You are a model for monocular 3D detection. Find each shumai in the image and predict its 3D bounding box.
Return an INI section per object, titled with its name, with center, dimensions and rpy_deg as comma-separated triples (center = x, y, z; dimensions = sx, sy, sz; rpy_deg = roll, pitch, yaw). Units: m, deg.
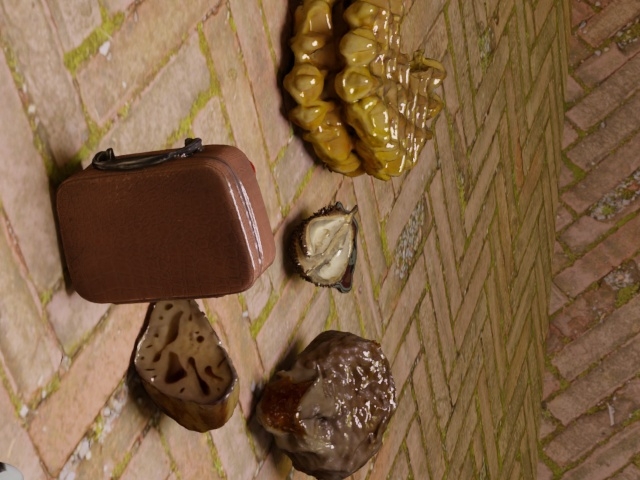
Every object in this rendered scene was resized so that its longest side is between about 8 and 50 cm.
[shumai]
center = -0.010, 0.208, 1.736
dimensions = 0.176, 0.166, 0.205
rpy_deg = 22, 70, -45

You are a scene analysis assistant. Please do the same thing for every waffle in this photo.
[waffle]
center = 0.062, -0.228, 1.833
dimensions = 0.324, 0.151, 0.261
rpy_deg = 47, 54, -58

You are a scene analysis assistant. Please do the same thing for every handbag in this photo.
[handbag]
center = -0.148, -0.019, 1.244
dimensions = 0.072, 0.194, 0.151
rpy_deg = -48, 132, -61

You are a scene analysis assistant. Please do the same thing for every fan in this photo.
[fan]
center = 0.020, 0.004, 1.946
dimensions = 0.220, 0.009, 0.132
rpy_deg = 33, 60, -68

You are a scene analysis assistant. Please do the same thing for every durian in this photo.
[durian]
center = -0.002, -0.002, 1.798
dimensions = 0.140, 0.071, 0.110
rpy_deg = -54, 138, -29

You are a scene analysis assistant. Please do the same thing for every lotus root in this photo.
[lotus root]
center = -0.146, 0.144, 1.432
dimensions = 0.135, 0.095, 0.159
rpy_deg = 77, -15, -48

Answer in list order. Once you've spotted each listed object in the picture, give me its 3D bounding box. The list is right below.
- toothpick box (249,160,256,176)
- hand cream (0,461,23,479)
[toothpick box]
center = -0.110, -0.079, 1.540
dimensions = 0.083, 0.047, 0.047
rpy_deg = 10, 84, -70
[hand cream]
center = -0.297, 0.339, 1.122
dimensions = 0.109, 0.067, 0.320
rpy_deg = -23, 121, -68
